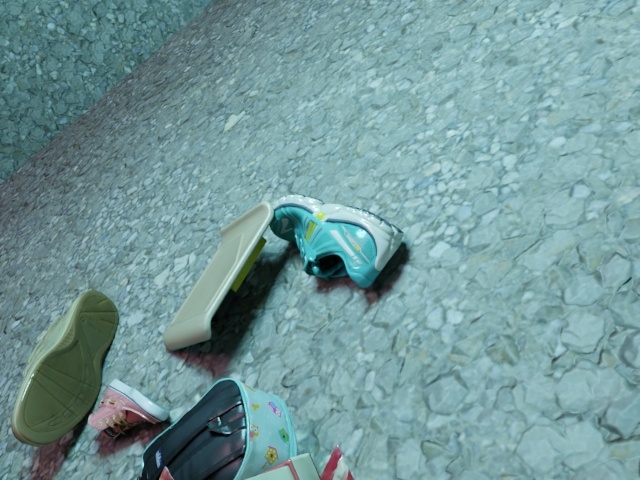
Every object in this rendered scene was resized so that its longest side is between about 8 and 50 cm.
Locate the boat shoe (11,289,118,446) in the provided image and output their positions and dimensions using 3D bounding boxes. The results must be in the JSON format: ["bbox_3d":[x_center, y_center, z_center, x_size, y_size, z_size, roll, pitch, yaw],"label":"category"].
[{"bbox_3d":[-0.462,0.233,1.201,0.110,0.121,0.341,-32,25,23],"label":"boat shoe"}]

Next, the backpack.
[{"bbox_3d":[-0.105,0.258,0.767,0.188,0.144,0.166,-54,29,19],"label":"backpack"}]

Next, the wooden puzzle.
[{"bbox_3d":[-0.163,0.065,1.099,0.221,0.044,0.239,-26,35,59],"label":"wooden puzzle"}]

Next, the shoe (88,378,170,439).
[{"bbox_3d":[-0.297,0.271,1.034,0.178,0.063,0.081,3,55,53],"label":"shoe"}]

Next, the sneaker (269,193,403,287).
[{"bbox_3d":[0.000,0.000,1.005,0.275,0.107,0.110,15,76,54],"label":"sneaker"}]

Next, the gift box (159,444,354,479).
[{"bbox_3d":[-0.089,0.314,0.556,0.255,0.258,0.276,-26,71,17],"label":"gift box"}]
